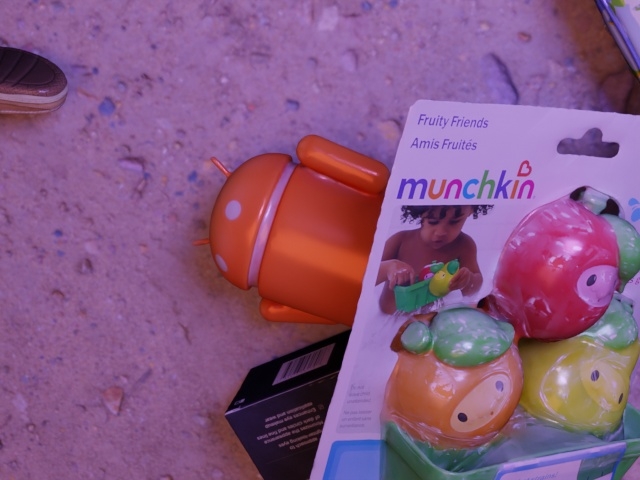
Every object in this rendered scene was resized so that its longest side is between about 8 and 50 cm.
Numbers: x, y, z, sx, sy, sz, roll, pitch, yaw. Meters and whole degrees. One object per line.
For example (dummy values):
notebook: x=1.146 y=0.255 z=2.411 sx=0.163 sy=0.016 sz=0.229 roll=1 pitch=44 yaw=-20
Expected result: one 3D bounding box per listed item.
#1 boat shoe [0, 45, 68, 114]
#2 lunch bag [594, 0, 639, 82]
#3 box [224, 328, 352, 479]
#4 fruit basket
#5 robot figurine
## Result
boat shoe: x=-0.312 y=-0.138 z=0.862 sx=0.189 sy=0.068 sz=0.072 roll=15 pitch=128 yaw=19
lunch bag: x=0.310 y=-0.200 z=0.671 sx=0.219 sy=0.090 sz=0.176 roll=-30 pitch=102 yaw=22
box: x=0.021 y=0.181 z=0.892 sx=0.155 sy=0.093 sz=0.158 roll=-23 pitch=104 yaw=20
fruit basket: x=0.163 y=0.073 z=0.718 sx=0.326 sy=0.165 sz=0.353 roll=-1 pitch=121 yaw=-32
robot figurine: x=-0.001 y=0.002 z=0.805 sx=0.219 sy=0.158 sz=0.128 roll=19 pitch=70 yaw=5
